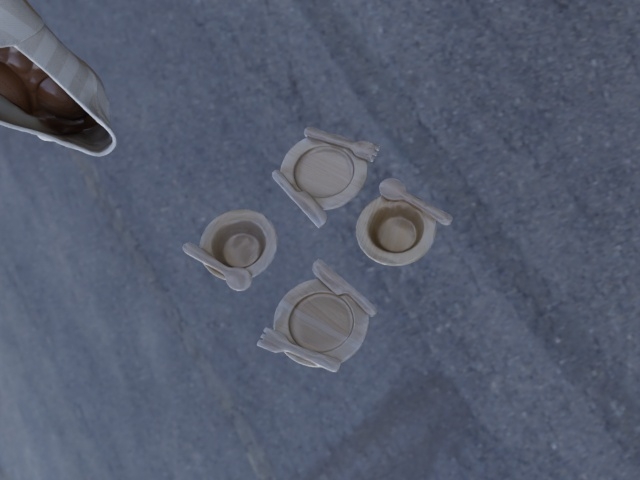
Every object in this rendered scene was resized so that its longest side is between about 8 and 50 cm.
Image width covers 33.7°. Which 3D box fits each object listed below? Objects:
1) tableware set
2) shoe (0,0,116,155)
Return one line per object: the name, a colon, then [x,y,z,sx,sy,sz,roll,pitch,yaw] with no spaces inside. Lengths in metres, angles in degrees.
tableware set: [0.000,0.000,0.729,0.141,0.169,0.020,35,163,23]
shoe: [-0.208,-0.119,0.688,0.076,0.219,0.058,-35,57,13]
